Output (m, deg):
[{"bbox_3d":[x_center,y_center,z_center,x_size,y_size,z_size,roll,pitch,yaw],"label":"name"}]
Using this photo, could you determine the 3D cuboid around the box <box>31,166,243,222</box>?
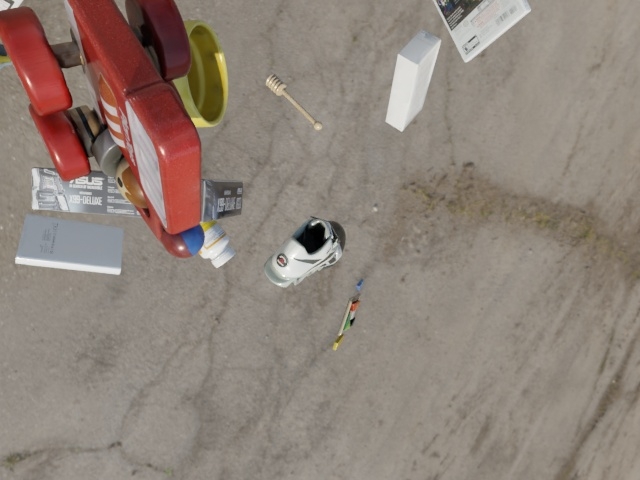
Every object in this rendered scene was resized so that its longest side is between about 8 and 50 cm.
[{"bbox_3d":[-0.326,-0.088,0.934,0.307,0.242,0.077,5,96,6],"label":"box"}]

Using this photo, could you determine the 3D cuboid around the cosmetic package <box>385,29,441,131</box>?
[{"bbox_3d":[0.220,-0.382,1.205,0.099,0.060,0.239,-51,165,-20],"label":"cosmetic package"}]

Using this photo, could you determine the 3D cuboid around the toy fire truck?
[{"bbox_3d":[-0.208,-0.110,0.554,0.169,0.254,0.302,-25,162,-24],"label":"toy fire truck"}]

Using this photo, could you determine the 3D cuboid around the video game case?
[{"bbox_3d":[0.330,-0.501,1.039,0.022,0.190,0.173,-27,90,-24],"label":"video game case"}]

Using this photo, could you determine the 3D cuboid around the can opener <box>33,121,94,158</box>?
[{"bbox_3d":[-0.675,-0.297,1.371,0.074,0.280,0.093,-62,168,1],"label":"can opener"}]

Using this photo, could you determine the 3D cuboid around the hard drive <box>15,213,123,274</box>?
[{"bbox_3d":[-0.834,0.012,1.669,0.307,0.203,0.040,10,132,-28],"label":"hard drive"}]

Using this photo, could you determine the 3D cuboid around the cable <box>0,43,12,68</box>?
[{"bbox_3d":[-0.842,-0.517,1.406,0.286,0.139,0.072,-6,105,-20],"label":"cable"}]

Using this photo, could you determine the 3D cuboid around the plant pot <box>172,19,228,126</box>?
[{"bbox_3d":[-0.391,-0.412,1.251,0.254,0.238,0.254,0,90,-78],"label":"plant pot"}]

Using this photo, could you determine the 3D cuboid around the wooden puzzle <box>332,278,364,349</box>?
[{"bbox_3d":[0.052,0.130,0.862,0.078,0.014,0.117,-26,133,-68],"label":"wooden puzzle"}]

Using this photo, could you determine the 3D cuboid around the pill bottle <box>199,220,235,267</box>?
[{"bbox_3d":[-0.459,-0.015,2.007,0.136,0.136,0.246,-39,100,-17],"label":"pill bottle"}]

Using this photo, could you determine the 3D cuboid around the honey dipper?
[{"bbox_3d":[-0.051,-0.285,1.026,0.030,0.161,0.030,-41,166,-13],"label":"honey dipper"}]

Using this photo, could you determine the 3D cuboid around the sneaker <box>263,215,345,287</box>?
[{"bbox_3d":[0.000,0.000,1.263,0.146,0.122,0.330,-54,171,33],"label":"sneaker"}]

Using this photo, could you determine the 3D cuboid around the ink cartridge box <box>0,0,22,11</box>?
[{"bbox_3d":[-0.580,-0.440,0.856,0.180,0.104,0.060,-49,165,8],"label":"ink cartridge box"}]

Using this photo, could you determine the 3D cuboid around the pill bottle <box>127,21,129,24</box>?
[{"bbox_3d":[-0.354,-0.357,0.961,0.065,0.065,0.116,-45,137,-13],"label":"pill bottle"}]
